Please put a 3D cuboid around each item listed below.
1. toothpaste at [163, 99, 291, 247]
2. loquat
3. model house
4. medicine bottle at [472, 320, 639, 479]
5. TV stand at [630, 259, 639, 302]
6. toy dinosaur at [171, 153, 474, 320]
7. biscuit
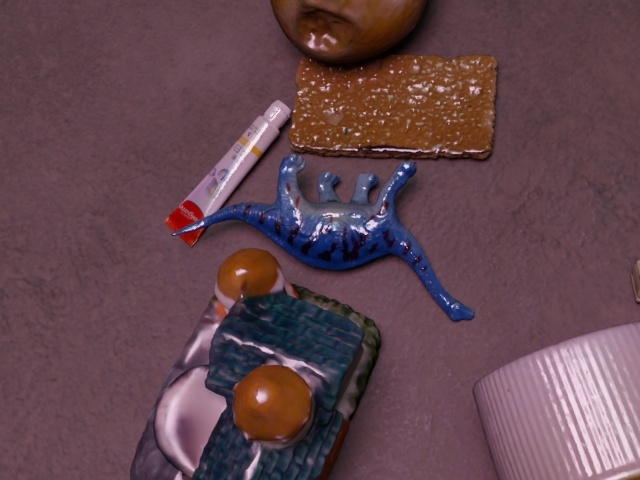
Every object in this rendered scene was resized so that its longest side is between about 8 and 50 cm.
[{"bbox_3d":[-0.101,-0.079,1.002,0.048,0.031,0.190,39,89,19],"label":"toothpaste"},{"bbox_3d":[0.038,-0.300,0.985,0.179,0.179,0.227,16,56,14],"label":"loquat"},{"bbox_3d":[-0.069,0.136,0.789,0.190,0.301,0.271,24,75,9],"label":"model house"},{"bbox_3d":[0.271,0.274,0.716,0.224,0.224,0.384,-17,69,3],"label":"medicine bottle"},{"bbox_3d":[0.439,0.034,0.876,0.249,0.042,0.036,-1,50,6],"label":"TV stand"},{"bbox_3d":[0.019,-0.025,0.946,0.329,0.076,0.144,17,80,3],"label":"toy dinosaur"},{"bbox_3d":[0.081,-0.153,1.005,0.231,0.025,0.131,4,70,11],"label":"biscuit"}]
